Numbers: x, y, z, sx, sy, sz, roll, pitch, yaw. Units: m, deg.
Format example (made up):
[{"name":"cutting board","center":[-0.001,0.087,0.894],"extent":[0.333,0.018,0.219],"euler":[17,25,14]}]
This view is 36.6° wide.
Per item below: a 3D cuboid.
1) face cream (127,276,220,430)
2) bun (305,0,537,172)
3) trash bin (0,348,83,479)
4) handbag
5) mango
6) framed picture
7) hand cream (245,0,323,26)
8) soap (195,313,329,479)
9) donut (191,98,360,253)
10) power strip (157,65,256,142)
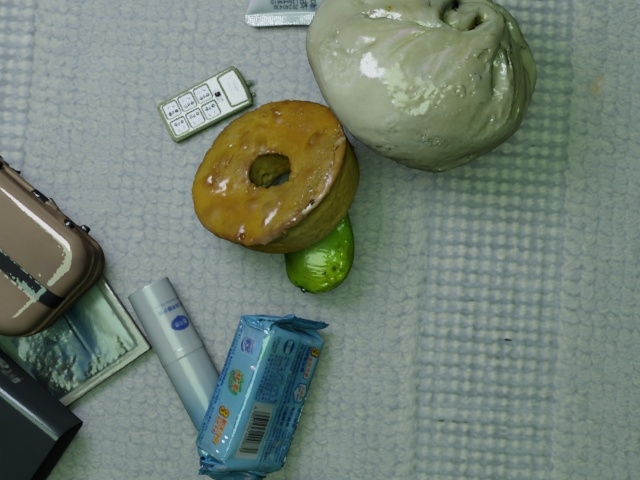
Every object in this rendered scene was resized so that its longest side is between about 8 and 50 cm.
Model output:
[{"name":"face cream","center":[-0.227,0.186,1.591],"extent":[0.077,0.077,0.250],"euler":[-28,88,0]},{"name":"bun","center":[0.156,-0.272,1.479],"extent":[0.362,0.234,0.326],"euler":[32,53,-2]},{"name":"trash bin","center":[-0.524,0.290,1.561],"extent":[0.225,0.115,0.165],"euler":[36,99,7]},{"name":"handbag","center":[-0.535,0.032,1.559],"extent":[0.302,0.149,0.283],"euler":[40,91,3]},{"name":"mango","center":[0.000,0.000,1.582],"extent":[0.119,0.100,0.178],"euler":[5,81,13]},{"name":"framed picture","center":[-0.464,0.118,1.630],"extent":[0.232,0.024,0.315],"euler":[-35,86,0]},{"name":"hand cream","center":[-0.035,-0.539,1.617],"extent":[0.186,0.118,0.358],"euler":[0,94,-2]},{"name":"soap","center":[-0.096,0.251,1.547],"extent":[0.077,0.156,0.293],"euler":[16,86,41]},{"name":"donut","center":[-0.062,-0.091,1.531],"extent":[0.278,0.108,0.277],"euler":[-17,51,23]},{"name":"power strip","center":[-0.189,-0.234,1.637],"extent":[0.169,0.028,0.076],"euler":[-28,85,1]}]
